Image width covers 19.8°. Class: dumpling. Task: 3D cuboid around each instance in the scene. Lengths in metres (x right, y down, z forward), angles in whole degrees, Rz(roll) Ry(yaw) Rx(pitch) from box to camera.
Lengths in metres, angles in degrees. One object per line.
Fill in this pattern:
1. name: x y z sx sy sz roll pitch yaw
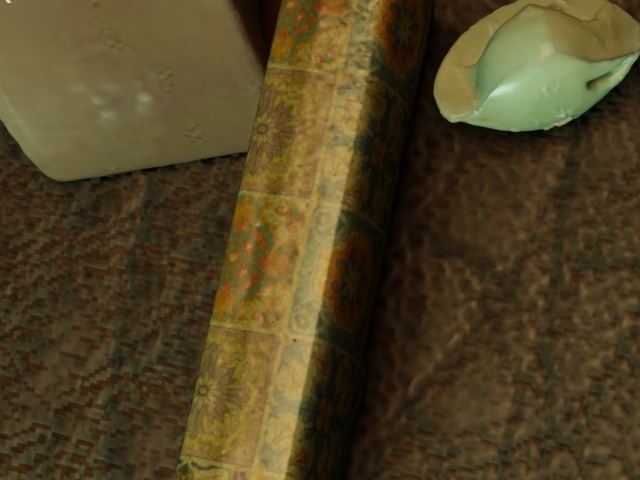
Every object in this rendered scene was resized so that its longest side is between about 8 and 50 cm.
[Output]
1. dumpling: 0.083 -0.073 0.710 0.077 0.043 0.059 -36 49 23

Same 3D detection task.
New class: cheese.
1. cheese: -0.084 -0.115 0.745 0.128 0.203 0.177 -9 103 12

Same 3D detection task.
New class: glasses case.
1. glasses case: 0.000 0.000 0.696 0.049 0.075 0.218 8 77 19
